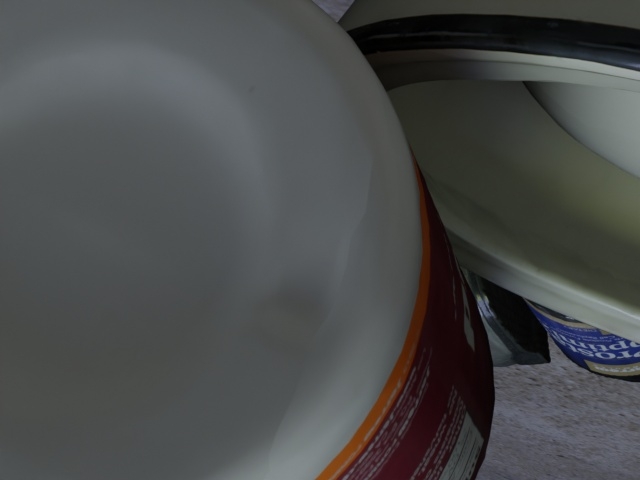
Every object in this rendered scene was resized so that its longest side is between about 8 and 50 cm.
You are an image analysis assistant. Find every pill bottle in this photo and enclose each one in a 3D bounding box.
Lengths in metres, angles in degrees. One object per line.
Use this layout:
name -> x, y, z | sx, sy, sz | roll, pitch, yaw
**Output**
pill bottle -> 0.203, 0.025, 1.144 | 0.123, 0.122, 0.219 | 15, 166, 25
pill bottle -> -0.041, 0.051, 0.734 | 0.224, 0.224, 0.392 | 17, 167, 16

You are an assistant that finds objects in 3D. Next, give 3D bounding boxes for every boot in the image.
boot -> 0.105, 0.078, 1.480 | 0.161, 0.083, 0.246 | -10, 160, 15

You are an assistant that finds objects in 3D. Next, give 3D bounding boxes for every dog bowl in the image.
dog bowl -> 0.199, -0.055, 0.752 | 0.408, 0.150, 0.408 | 20, 168, 5
